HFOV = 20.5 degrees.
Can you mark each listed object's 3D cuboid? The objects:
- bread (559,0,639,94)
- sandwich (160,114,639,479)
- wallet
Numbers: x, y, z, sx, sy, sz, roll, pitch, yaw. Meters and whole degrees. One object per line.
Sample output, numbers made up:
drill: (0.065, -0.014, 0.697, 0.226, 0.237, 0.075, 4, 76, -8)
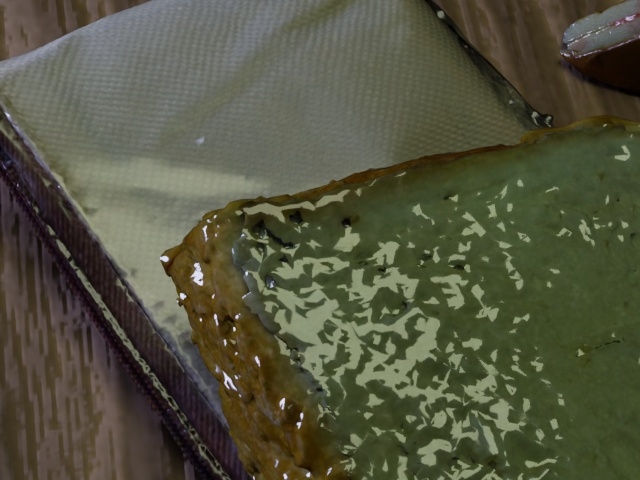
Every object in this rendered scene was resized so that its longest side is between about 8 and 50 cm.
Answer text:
bread: (0.186, -0.102, 0.931, 0.109, 0.062, 0.043, -16, 39, 34)
sandwich: (0.079, 0.084, 0.700, 0.226, 0.087, 0.251, -13, 76, -24)
wallet: (-0.001, -0.001, 0.816, 0.275, 0.068, 0.335, -31, 69, -24)
